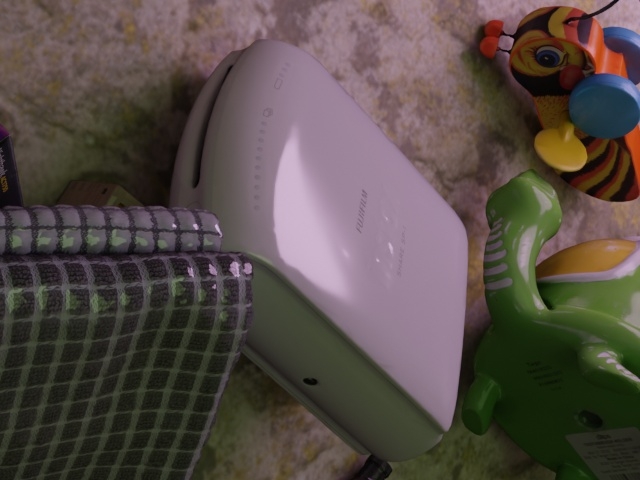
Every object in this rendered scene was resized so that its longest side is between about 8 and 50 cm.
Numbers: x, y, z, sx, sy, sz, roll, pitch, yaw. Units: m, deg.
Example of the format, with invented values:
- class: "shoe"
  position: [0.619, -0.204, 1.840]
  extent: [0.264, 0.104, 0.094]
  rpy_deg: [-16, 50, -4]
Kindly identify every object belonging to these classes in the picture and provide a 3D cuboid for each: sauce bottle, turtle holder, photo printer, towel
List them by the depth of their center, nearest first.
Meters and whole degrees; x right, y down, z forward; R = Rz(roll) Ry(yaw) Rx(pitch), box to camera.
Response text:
- class: "towel"
  position: [-0.188, 0.113, 0.939]
  extent: [0.235, 0.121, 0.284]
  rpy_deg: [-3, 128, -36]
- class: "photo printer"
  position: [0.000, 0.000, 1.161]
  extent: [0.307, 0.107, 0.256]
  rpy_deg: [45, 38, -33]
- class: "sauce bottle"
  position: [0.020, 0.252, 1.304]
  extent: [0.128, 0.042, 0.042]
  rpy_deg: [-49, 123, -22]
- class: "turtle holder"
  position: [0.264, 0.101, 1.393]
  extent: [0.320, 0.243, 0.227]
  rpy_deg: [31, 53, 3]

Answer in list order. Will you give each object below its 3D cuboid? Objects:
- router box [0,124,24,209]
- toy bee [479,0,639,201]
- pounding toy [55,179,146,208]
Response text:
- class: "router box"
  position: [-0.266, -0.006, 0.953]
  extent: [0.133, 0.179, 0.046]
  rpy_deg: [-40, 77, -21]
- class: "toy bee"
  position: [0.243, -0.172, 1.389]
  extent: [0.195, 0.162, 0.298]
  rpy_deg: [-53, 145, -59]
- class: "pounding toy"
  position: [-0.172, 0.030, 1.081]
  extent: [0.141, 0.100, 0.130]
  rpy_deg: [42, 69, -35]
